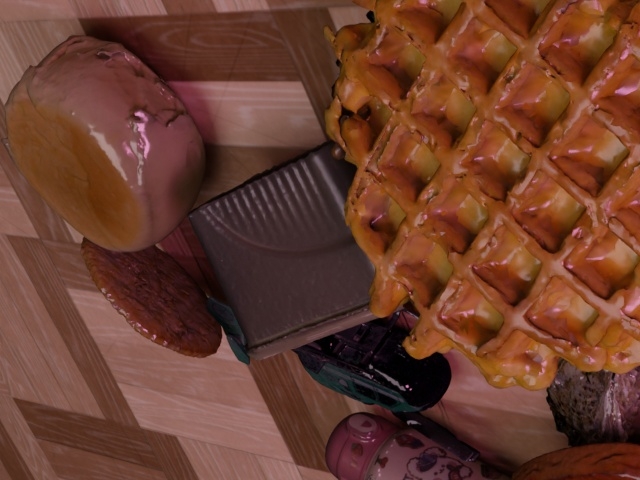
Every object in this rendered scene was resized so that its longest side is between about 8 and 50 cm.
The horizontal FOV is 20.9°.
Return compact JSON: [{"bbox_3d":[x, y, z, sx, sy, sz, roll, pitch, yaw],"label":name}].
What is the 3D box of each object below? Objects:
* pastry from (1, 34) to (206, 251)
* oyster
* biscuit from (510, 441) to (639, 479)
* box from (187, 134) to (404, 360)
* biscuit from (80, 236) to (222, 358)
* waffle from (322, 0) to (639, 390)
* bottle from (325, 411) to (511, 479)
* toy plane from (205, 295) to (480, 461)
[{"bbox_3d":[-0.245,-0.111,1.978,0.265,0.133,0.265,32,149,22],"label":"pastry"},{"bbox_3d":[0.274,0.154,1.732,0.125,0.064,0.177,65,156,-1],"label":"oyster"},{"bbox_3d":[0.339,0.283,1.738,0.277,0.052,0.262,31,153,-14],"label":"biscuit"},{"bbox_3d":[0.000,0.000,1.788,0.274,0.138,0.178,-24,97,41],"label":"box"},{"bbox_3d":[-0.200,0.059,2.075,0.220,0.220,0.033,46,107,3],"label":"biscuit"},{"bbox_3d":[0.163,-0.059,1.429,0.380,0.095,0.382,-8,99,39],"label":"waffle"},{"bbox_3d":[0.118,0.282,1.985,0.253,0.120,0.120,27,142,27],"label":"bottle"},{"bbox_3d":[0.015,0.129,1.972,0.382,0.106,0.155,18,149,31],"label":"toy plane"}]
